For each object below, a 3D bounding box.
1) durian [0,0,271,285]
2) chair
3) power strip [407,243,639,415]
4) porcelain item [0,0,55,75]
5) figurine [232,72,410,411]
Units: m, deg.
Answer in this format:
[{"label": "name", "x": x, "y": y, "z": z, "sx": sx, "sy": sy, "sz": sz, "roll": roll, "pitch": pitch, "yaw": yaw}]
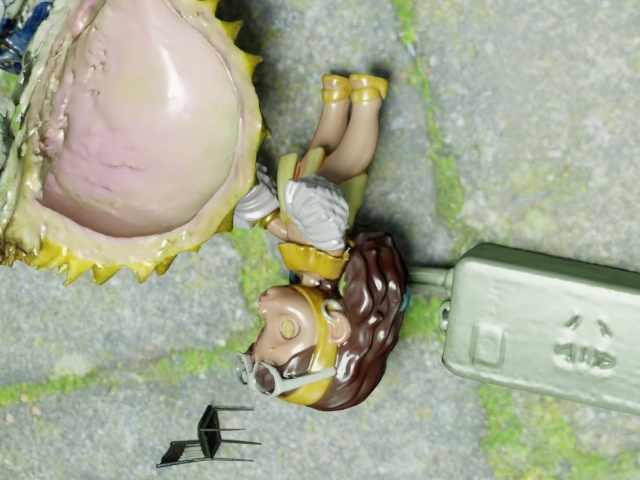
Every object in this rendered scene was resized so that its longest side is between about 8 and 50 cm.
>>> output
[{"label": "durian", "x": -0.139, "y": -0.110, "z": 1.067, "sx": 0.185, "sy": 0.195, "sz": 0.305, "roll": 15, "pitch": 81, "yaw": -21}, {"label": "chair", "x": -0.093, "y": 0.156, "z": 1.213, "sx": 0.086, "sy": 0.037, "sz": 0.042, "roll": -7, "pitch": 114, "yaw": 18}, {"label": "power strip", "x": 0.182, "y": 0.063, "z": 1.075, "sx": 0.288, "sy": 0.053, "sz": 0.093, "roll": 11, "pitch": 108, "yaw": 17}, {"label": "porcelain item", "x": -0.286, "y": -0.242, "z": 1.134, "sx": 0.288, "sy": 0.138, "sz": 0.186, "roll": 22, "pitch": 129, "yaw": 9}, {"label": "figurine", "x": 0.001, "y": 0.002, "z": 1.085, "sx": 0.175, "sy": 0.116, "sz": 0.240, "roll": 10, "pitch": 101, "yaw": 60}]
